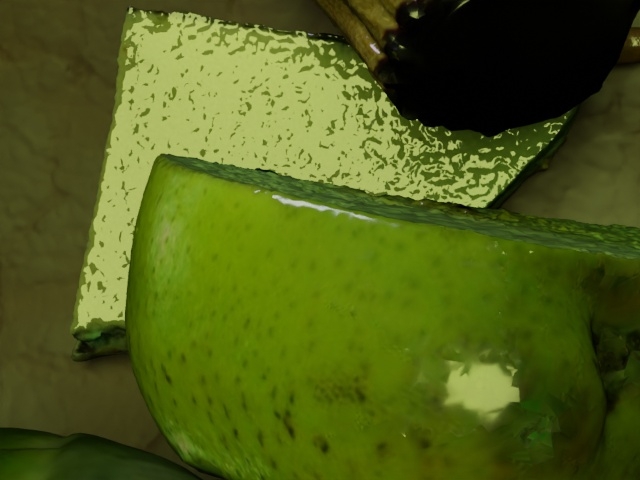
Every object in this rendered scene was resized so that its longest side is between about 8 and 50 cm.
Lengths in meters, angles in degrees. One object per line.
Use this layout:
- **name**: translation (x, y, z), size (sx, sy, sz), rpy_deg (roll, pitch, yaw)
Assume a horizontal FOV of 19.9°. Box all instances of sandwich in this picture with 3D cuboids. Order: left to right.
- **sandwich**: translation (0.000, 0.000, 0.959), size (0.245, 0.063, 0.212), rpy_deg (10, 86, 9)

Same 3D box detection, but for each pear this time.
- **pear**: translation (0.059, 0.062, 0.812), size (0.292, 0.292, 0.159), rpy_deg (10, 92, 9)

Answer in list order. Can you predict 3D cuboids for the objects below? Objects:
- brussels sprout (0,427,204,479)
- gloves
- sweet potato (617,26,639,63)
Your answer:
- **brussels sprout**: translation (-0.157, 0.250, 0.826), size (0.276, 0.315, 0.371), rpy_deg (21, 124, -16)
- **gloves**: translation (0.031, -0.205, 0.928), size (0.203, 0.155, 0.356), rpy_deg (-10, 61, -19)
- **sweet potato**: translation (0.158, -0.105, 0.969), size (0.115, 0.026, 0.026), rpy_deg (-1, 81, 3)
